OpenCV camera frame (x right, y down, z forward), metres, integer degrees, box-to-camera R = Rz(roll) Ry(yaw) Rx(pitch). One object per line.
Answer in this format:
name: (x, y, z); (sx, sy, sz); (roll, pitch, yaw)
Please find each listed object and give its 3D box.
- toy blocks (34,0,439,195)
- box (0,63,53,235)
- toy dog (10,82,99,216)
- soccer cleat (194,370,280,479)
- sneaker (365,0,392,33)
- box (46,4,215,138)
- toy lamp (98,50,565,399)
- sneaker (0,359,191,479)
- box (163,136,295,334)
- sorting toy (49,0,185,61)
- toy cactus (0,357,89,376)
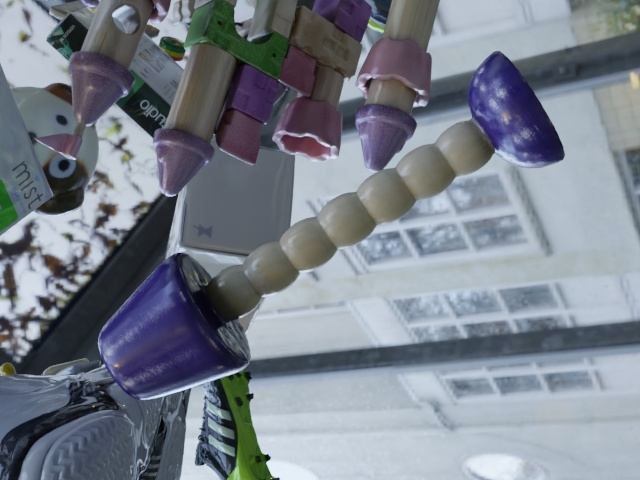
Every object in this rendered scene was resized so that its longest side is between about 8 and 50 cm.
toy blocks: (-0.093, -0.149, 0.831); (0.288, 0.309, 0.260); (24, -106, -36)
box: (-0.379, -0.085, 0.764); (0.231, 0.126, 0.262); (-42, -31, -28)
toy dog: (-0.588, -0.159, 1.601); (0.395, 0.407, 0.285); (49, -131, -66)
soccer cleat: (-0.097, 0.183, 0.912); (0.060, 0.072, 0.179); (31, -142, -61)
sneaker: (0.085, -0.441, 1.401); (0.121, 0.111, 0.300); (98, 152, -63)
box: (-0.225, -0.206, 1.324); (0.322, 0.058, 0.232); (42, -166, -13)
toy lamp: (0.000, 0.000, 0.514); (0.080, 0.274, 0.080); (56, -172, -12)
sneaker: (-0.220, 0.141, 0.688); (0.366, 0.210, 0.138); (-40, -42, -85)
box: (-0.126, 0.016, 1.135); (0.311, 0.121, 0.148); (122, 155, -62)
sorting toy: (-0.365, -0.349, 1.520); (0.132, 0.274, 0.046); (-44, -19, -60)
toy cactus: (-0.413, 0.208, 1.299); (0.180, 0.219, 0.112); (-22, -89, -26)
